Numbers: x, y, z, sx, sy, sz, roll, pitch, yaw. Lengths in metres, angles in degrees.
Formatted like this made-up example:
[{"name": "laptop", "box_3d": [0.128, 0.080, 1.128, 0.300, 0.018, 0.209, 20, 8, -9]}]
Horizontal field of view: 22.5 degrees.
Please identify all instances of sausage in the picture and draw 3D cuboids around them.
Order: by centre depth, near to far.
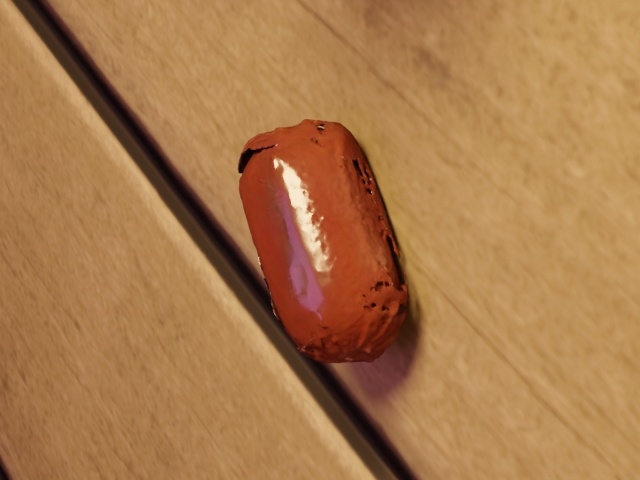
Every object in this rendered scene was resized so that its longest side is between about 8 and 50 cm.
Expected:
[{"name": "sausage", "box_3d": [0.000, 0.000, 0.870, 0.076, 0.076, 0.141, -37, 66, 55]}]
